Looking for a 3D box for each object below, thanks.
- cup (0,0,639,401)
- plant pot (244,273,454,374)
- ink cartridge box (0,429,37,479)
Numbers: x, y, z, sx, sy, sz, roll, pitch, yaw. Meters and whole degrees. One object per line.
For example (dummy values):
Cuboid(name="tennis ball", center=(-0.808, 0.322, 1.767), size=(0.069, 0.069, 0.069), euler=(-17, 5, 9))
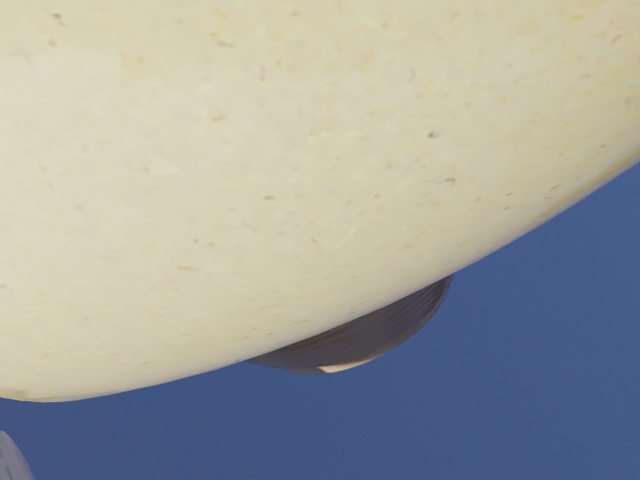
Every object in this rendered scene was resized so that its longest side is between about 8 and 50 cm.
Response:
Cuboid(name="cup", center=(0.012, -0.130, 0.437), size=(0.331, 0.237, 0.331), euler=(19, -113, -56))
Cuboid(name="plant pot", center=(0.000, 0.000, 0.947), size=(0.237, 0.237, 0.110), euler=(-47, -58, -35))
Cuboid(name="ink cartridge box", center=(-0.254, 0.205, 0.933), size=(0.224, 0.181, 0.056), euler=(-32, -71, -10))
